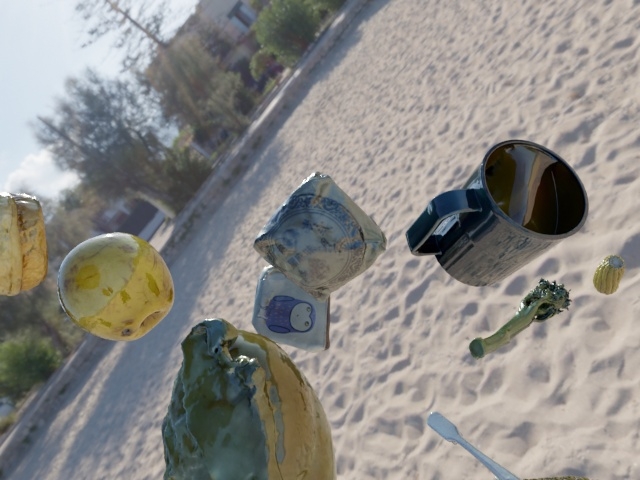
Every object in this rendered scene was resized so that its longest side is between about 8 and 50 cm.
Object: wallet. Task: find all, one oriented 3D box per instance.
[{"bbox_3d":[-0.080,0.199,1.683,0.068,0.274,0.335,93,-179,-61],"label":"wallet"}]

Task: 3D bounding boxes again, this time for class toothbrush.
[{"bbox_3d":[0.234,0.279,0.527,0.025,0.030,0.342,-52,34,-8],"label":"toothbrush"}]

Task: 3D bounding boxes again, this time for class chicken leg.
[{"bbox_3d":[-0.042,0.283,0.435,0.201,0.152,0.429,-46,50,42],"label":"chicken leg"}]

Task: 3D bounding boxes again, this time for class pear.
[{"bbox_3d":[-0.502,0.116,1.264,0.281,0.280,0.281,-47,16,18],"label":"pear"}]

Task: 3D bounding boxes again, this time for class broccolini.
[{"bbox_3d":[0.241,0.095,0.621,0.239,0.054,0.051,-15,3,-43],"label":"broccolini"}]

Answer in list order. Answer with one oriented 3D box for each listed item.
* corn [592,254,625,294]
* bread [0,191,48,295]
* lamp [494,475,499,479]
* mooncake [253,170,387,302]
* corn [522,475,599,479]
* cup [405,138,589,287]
[{"bbox_3d":[0.415,0.050,0.734,0.037,0.092,0.037,-8,60,14],"label":"corn"},{"bbox_3d":[-0.600,0.007,0.983,0.236,0.120,0.198,1,94,57],"label":"bread"},{"bbox_3d":[0.423,0.686,1.269,0.198,0.050,0.056,-52,18,-25],"label":"lamp"},{"bbox_3d":[-0.002,0.003,1.187,0.254,0.250,0.136,-44,8,21],"label":"mooncake"},{"bbox_3d":[0.283,0.415,0.755,0.321,0.119,0.119,-14,32,23],"label":"corn"},{"bbox_3d":[0.387,-0.031,1.158,0.308,0.242,0.292,-35,-14,-26],"label":"cup"}]
